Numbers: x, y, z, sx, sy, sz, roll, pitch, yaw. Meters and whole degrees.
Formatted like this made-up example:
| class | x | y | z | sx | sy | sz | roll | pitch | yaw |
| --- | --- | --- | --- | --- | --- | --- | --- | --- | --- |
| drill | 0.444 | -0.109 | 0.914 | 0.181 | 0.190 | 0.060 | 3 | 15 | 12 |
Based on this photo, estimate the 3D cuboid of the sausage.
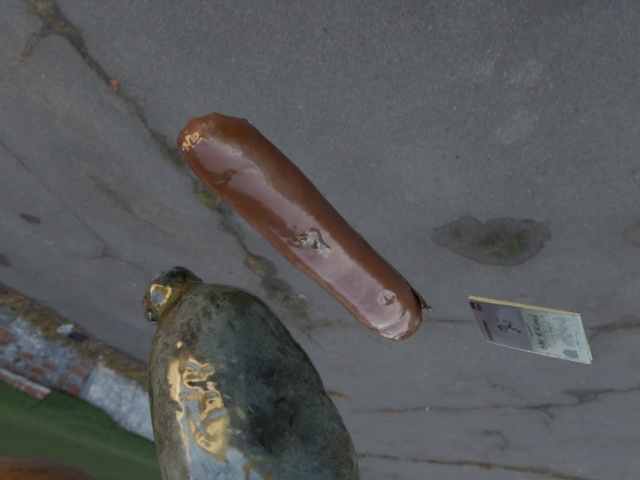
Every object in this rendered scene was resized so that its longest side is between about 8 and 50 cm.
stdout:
| class | x | y | z | sx | sy | sz | roll | pitch | yaw |
| --- | --- | --- | --- | --- | --- | --- | --- | --- | --- |
| sausage | 0.000 | 0.000 | 0.606 | 0.419 | 0.094 | 0.094 | 44 | 157 | -30 |

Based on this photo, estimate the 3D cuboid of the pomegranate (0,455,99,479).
| class | x | y | z | sx | sy | sz | roll | pitch | yaw |
| --- | --- | --- | --- | --- | --- | --- | --- | --- | --- |
| pomegranate | -0.328 | 0.403 | 0.516 | 0.338 | 0.338 | 0.338 | 7 | 145 | 5 |

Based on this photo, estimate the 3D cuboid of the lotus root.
| class | x | y | z | sx | sy | sz | roll | pitch | yaw |
| --- | --- | --- | --- | --- | --- | --- | --- | --- | --- |
| lotus root | -0.072 | 0.165 | 0.458 | 0.174 | 0.350 | 0.175 | -24 | 159 | -10 |

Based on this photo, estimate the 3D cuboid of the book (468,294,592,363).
| class | x | y | z | sx | sy | sz | roll | pitch | yaw |
| --- | --- | --- | --- | --- | --- | --- | --- | --- | --- |
| book | 0.348 | 0.148 | 0.820 | 0.181 | 0.014 | 0.127 | 5 | 138 | 43 |
